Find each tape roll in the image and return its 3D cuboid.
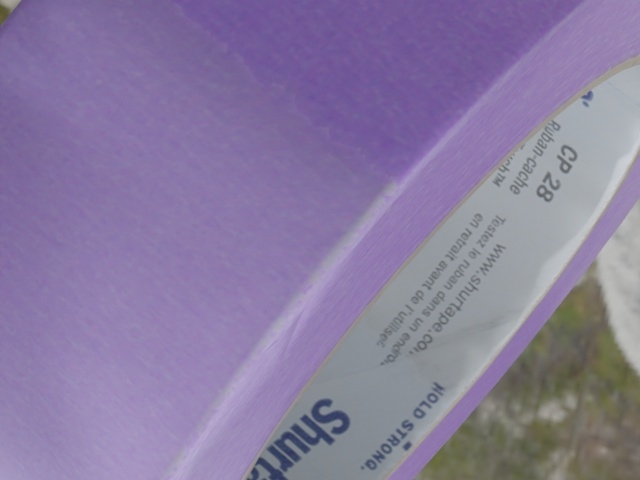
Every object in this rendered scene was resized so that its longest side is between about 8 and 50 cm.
[{"bbox_3d":[0.000,0.000,0.459,0.090,0.275,0.275,41,157,15],"label":"tape roll"}]
